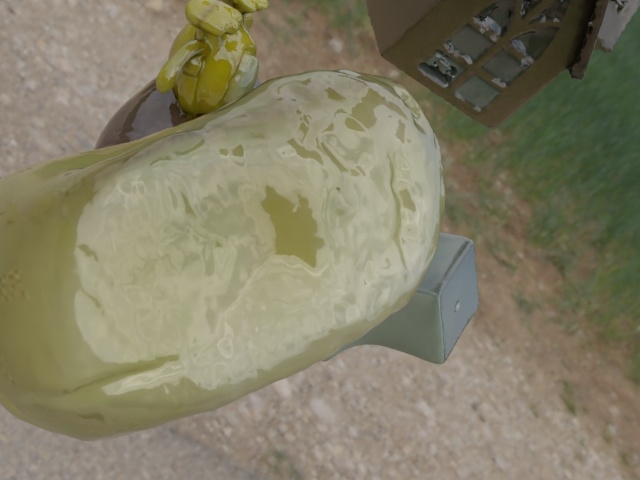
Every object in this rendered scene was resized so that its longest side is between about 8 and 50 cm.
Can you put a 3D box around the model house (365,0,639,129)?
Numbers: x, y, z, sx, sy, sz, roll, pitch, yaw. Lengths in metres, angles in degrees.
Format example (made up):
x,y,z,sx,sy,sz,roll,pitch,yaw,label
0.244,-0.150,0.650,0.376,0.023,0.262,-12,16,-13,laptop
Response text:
x,y,z,sx,sy,sz,roll,pitch,yaw,label
0.162,-0.209,0.700,0.176,0.248,0.181,25,40,-34,model house

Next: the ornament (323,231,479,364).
x,y,z,sx,sy,sz,roll,pitch,yaw,label
-0.006,0.012,0.910,0.285,0.120,0.130,34,48,29,ornament

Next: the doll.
x,y,z,sx,sy,sz,roll,pitch,yaw,label
-0.080,-0.064,0.671,0.096,0.188,0.145,31,67,2,doll

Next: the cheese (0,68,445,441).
x,y,z,sx,sy,sz,roll,pitch,yaw,label
-0.058,-0.001,0.514,0.214,0.226,0.117,3,-66,66,cheese
